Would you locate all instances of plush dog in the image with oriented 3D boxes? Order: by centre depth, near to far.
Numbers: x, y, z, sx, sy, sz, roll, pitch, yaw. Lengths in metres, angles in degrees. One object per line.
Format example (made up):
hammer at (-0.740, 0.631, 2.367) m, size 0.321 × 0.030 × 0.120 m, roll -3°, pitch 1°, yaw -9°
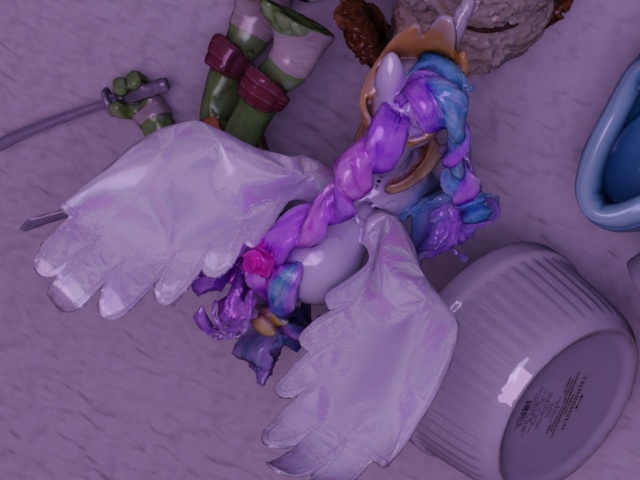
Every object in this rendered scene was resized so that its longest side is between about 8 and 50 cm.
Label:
plush dog at (0.131, -0.217, 1.409) m, size 0.262 × 0.225 × 0.210 m, roll -13°, pitch 60°, yaw -12°

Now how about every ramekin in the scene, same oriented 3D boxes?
ramekin at (0.171, 0.116, 1.476) m, size 0.109 × 0.207 × 0.207 m, roll 38°, pitch 107°, yaw 38°

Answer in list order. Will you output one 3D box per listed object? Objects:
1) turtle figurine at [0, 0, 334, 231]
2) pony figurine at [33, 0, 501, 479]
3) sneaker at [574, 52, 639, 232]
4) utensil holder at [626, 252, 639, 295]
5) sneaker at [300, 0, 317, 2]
turtle figurine at (-0.127, -0.103, 1.495) m, size 0.275 × 0.198 × 0.266 m, roll 29°, pitch 102°, yaw -2°
pony figurine at (0.000, 0.000, 1.354) m, size 0.303 × 0.363 × 0.351 m, roll 37°, pitch 76°, yaw 8°
sneaker at (0.331, -0.145, 1.405) m, size 0.135 × 0.150 × 0.366 m, roll 36°, pitch 115°, yaw 16°
utensil holder at (0.490, 0.051, 1.371) m, size 0.385 × 0.327 × 0.327 m, roll -33°, pitch 94°, yaw 10°
sneaker at (-0.041, -0.280, 1.526) m, size 0.071 × 0.068 × 0.170 m, roll -42°, pitch 85°, yaw -18°
